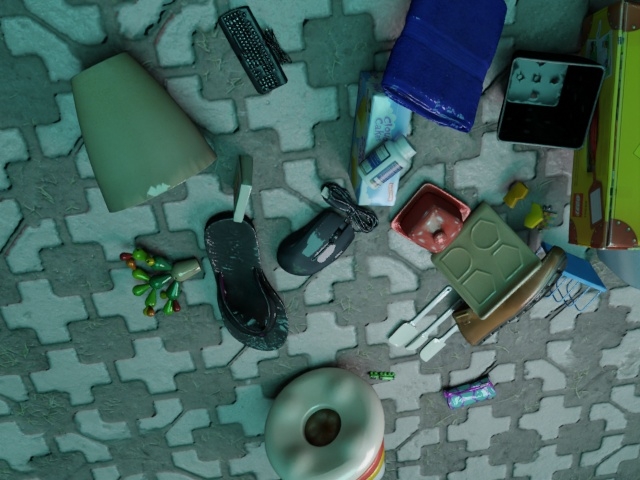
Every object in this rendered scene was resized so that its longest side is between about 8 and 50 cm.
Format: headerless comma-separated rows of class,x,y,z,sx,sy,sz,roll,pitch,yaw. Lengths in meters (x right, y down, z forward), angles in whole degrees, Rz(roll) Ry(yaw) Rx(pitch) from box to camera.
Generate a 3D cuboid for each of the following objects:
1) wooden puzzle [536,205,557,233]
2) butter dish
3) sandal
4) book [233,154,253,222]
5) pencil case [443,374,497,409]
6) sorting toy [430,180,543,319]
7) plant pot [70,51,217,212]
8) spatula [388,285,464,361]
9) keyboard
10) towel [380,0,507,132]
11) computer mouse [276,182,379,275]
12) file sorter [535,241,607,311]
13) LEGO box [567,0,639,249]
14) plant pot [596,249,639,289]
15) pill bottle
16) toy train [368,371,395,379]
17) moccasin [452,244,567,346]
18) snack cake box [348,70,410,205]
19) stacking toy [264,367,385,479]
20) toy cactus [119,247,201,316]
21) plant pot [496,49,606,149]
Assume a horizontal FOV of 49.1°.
wooden puzzle,0.588,-0.054,1.833,0.049,0.006,0.083,11,121,-15
butter dish,0.283,-0.033,1.738,0.160,0.118,0.160,28,116,-24
sandal,-0.196,0.138,1.789,0.167,0.107,0.446,-15,124,2
book,-0.179,-0.119,1.601,0.035,0.144,0.096,10,121,-14
pencil case,0.451,0.461,2.118,0.151,0.064,0.070,-19,140,4
sorting toy,0.442,0.017,1.746,0.307,0.229,0.041,-49,149,22
plant pot,-0.392,-0.237,1.455,0.256,0.256,0.274,-24,108,8
spatula,0.325,0.238,1.981,0.168,0.019,0.242,33,114,-24
keyboard,-0.131,-0.404,1.485,0.100,0.038,0.192,-26,124,9
towel,0.253,-0.399,1.440,0.227,0.076,0.308,24,80,-26
computer mouse,0.000,0.000,1.748,0.188,0.072,0.272,37,111,-28
file sorter,0.651,0.102,1.881,0.170,0.118,0.104,21,122,-20
LEGO box,0.755,-0.226,1.490,0.372,0.193,0.500,3,94,-4
plant pot,0.855,-0.009,1.754,0.247,0.252,0.247,-20,124,6
pill bottle,0.141,-0.168,1.477,0.120,0.067,0.067,-38,120,17
toy train,0.183,0.400,2.065,0.083,0.024,0.017,5,122,-10
moccasin,0.484,0.127,1.821,0.147,0.139,0.380,51,139,11
snack cake box,0.128,-0.227,1.568,0.089,0.152,0.264,1,123,-8
stacking toy,0.071,0.620,2.076,0.350,0.351,0.480,-23,141,7
toy cactus,-0.388,0.095,1.749,0.180,0.112,0.219,-23,115,-4
plant pot,0.488,-0.324,1.534,0.187,0.167,0.188,7,122,4
